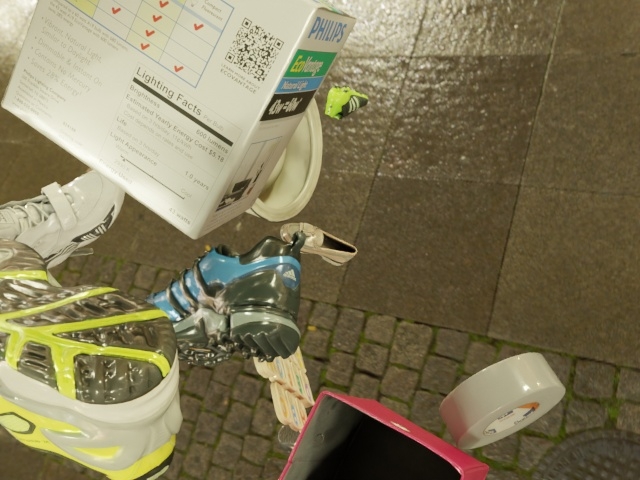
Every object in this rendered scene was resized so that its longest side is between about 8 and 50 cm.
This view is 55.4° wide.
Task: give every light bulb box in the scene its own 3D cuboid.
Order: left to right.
[{"bbox_3d":[-0.200,-0.262,0.891,0.358,0.225,0.361,34,112,4],"label":"light bulb box"}]

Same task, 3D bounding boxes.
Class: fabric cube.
[{"bbox_3d":[0.097,0.423,1.001,0.254,0.258,0.259,24,84,28],"label":"fabric cube"}]

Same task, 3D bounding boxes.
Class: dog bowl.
[{"bbox_3d":[-0.159,-0.252,1.578,0.151,0.408,0.407,5,71,31],"label":"dog bowl"}]

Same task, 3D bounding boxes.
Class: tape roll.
[{"bbox_3d":[0.329,0.295,1.111,0.219,0.219,0.072,-33,56,10],"label":"tape roll"}]

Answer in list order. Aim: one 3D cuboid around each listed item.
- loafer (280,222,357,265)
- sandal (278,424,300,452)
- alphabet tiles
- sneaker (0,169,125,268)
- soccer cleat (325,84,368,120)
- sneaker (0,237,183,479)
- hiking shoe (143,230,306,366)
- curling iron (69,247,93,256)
[{"bbox_3d":[0.000,0.000,0.882,0.039,0.125,0.045,-26,52,40],"label":"loafer"},{"bbox_3d":[0.036,0.426,1.265,0.255,0.054,0.097,4,31,27],"label":"sandal"},{"bbox_3d":[-0.073,0.216,1.138,0.021,0.284,0.277,-20,59,6],"label":"alphabet tiles"},{"bbox_3d":[-0.591,-0.048,1.275,0.366,0.210,0.137,-40,69,-2],"label":"sneaker"},{"bbox_3d":[0.057,-0.314,1.398,0.060,0.179,0.072,30,111,17],"label":"soccer cleat"},{"bbox_3d":[-0.279,0.103,0.550,0.385,0.145,0.147,19,123,35],"label":"sneaker"},{"bbox_3d":[-0.131,0.074,0.731,0.304,0.113,0.132,-8,59,38],"label":"hiking shoe"},{"bbox_3d":[-0.788,0.027,1.747,0.035,0.274,0.068,-3,84,50],"label":"curling iron"}]
